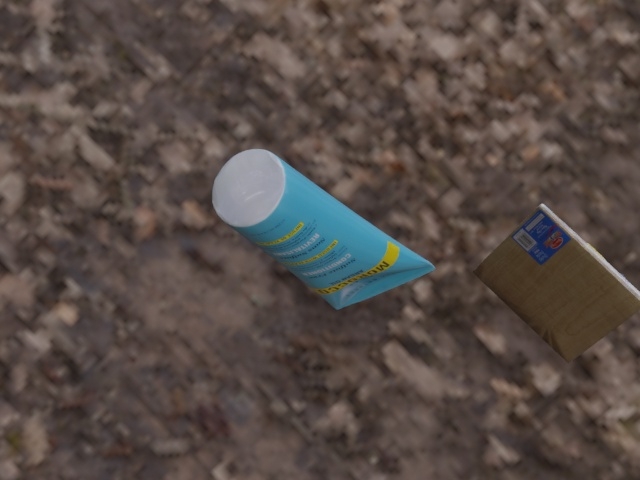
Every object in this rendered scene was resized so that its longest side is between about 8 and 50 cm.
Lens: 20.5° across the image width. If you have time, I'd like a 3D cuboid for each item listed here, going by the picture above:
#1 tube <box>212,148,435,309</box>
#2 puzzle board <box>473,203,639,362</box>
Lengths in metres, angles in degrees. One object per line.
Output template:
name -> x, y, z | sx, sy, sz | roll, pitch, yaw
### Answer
tube -> 0.000, 0.000, 1.181 | 0.207, 0.080, 0.052 | 35, 41, -56
puzzle board -> 0.165, 0.030, 1.222 | 0.096, 0.128, 0.011 | 44, 63, 4
